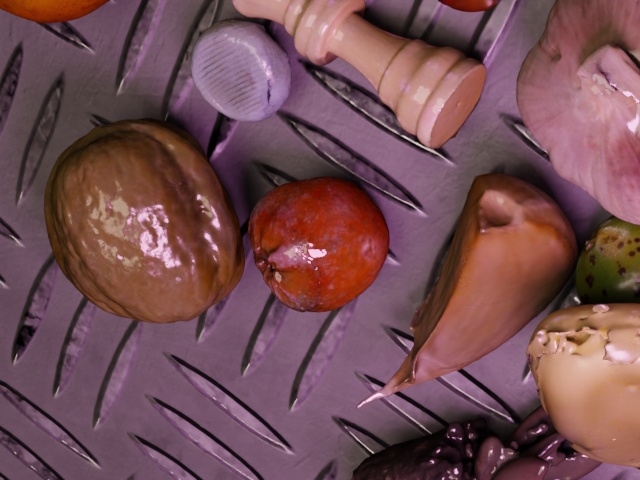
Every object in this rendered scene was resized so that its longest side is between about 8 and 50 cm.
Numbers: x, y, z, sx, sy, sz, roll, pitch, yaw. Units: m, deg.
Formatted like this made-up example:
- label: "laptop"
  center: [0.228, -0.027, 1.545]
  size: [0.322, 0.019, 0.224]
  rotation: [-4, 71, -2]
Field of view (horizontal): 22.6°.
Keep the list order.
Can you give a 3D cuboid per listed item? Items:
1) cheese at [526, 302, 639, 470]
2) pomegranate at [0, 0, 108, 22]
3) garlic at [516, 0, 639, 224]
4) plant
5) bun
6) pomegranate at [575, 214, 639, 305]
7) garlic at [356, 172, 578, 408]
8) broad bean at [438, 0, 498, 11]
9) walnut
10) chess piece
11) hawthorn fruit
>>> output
- label: "cheese"
  center: [0.354, 0.155, 1.766]
  size: [0.260, 0.316, 0.128]
  rotation: [-25, 52, 33]
- label: "pomegranate"
  center: [-0.336, -0.404, 1.988]
  size: [0.264, 0.264, 0.264]
  rotation: [11, 112, 27]
- label: "garlic"
  center: [0.365, -0.163, 1.680]
  size: [0.322, 0.241, 0.322]
  rotation: [11, 130, 13]
- label: "plant"
  center: [0.194, 0.316, 1.960]
  size: [0.321, 0.194, 0.181]
  rotation: [-18, 101, 37]
- label: "bun"
  center: [-0.092, -0.218, 2.006]
  size: [0.141, 0.083, 0.140]
  rotation: [20, 129, 28]
- label: "pomegranate"
  center: [0.366, 0.049, 1.803]
  size: [0.143, 0.122, 0.169]
  rotation: [-45, 79, 20]
- label: "garlic"
  center: [0.169, 0.054, 1.887]
  size: [0.151, 0.196, 0.338]
  rotation: [51, 132, 23]
- label: "broad bean"
  center: [0.127, -0.357, 1.792]
  size: [0.122, 0.156, 0.228]
  rotation: [-42, 88, 2]
- label: "walnut"
  center: [-0.231, -0.021, 2.071]
  size: [0.283, 0.227, 0.282]
  rotation: [5, 108, 17]
- label: "chess piece"
  center: [0.009, -0.261, 1.917]
  size: [0.397, 0.117, 0.117]
  rotation: [35, 122, 18]
- label: "hawthorn fruit"
  center: [0.000, 0.000, 1.985]
  size: [0.173, 0.173, 0.172]
  rotation: [11, 112, 27]
